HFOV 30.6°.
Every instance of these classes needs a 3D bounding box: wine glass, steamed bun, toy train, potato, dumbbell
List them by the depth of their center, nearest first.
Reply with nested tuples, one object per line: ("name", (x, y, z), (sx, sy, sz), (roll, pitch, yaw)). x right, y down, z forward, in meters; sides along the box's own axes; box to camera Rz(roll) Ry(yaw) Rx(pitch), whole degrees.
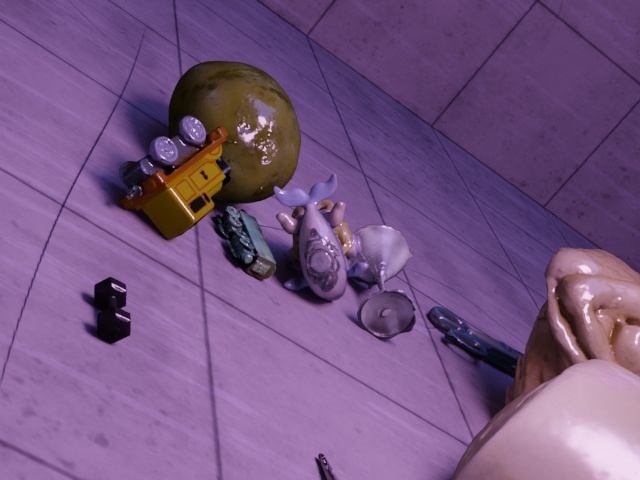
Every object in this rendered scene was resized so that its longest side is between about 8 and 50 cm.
("dumbbell", (-0.228, 0.076, 1.276), (0.036, 0.040, 0.083), (0, 30, -15))
("steamed bun", (0.390, 0.331, 1.502), (0.371, 0.290, 0.456), (45, 17, 21))
("toy train", (-0.191, -0.088, 1.606), (0.127, 0.089, 0.219), (53, 37, -7))
("toy train", (-0.112, -0.002, 1.718), (0.071, 0.038, 0.148), (32, 18, -33))
("potato", (-0.136, -0.177, 1.832), (0.216, 0.216, 0.304), (34, 21, -19))
("wine glass", (0.099, 0.067, 1.868), (0.122, 0.122, 0.183), (33, 22, -23))
("steamed bun", (0.444, 0.188, 1.876), (0.230, 0.372, 0.325), (17, 29, 18))

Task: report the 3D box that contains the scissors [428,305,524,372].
("scissors", (0.316, 0.200, 2.106), (0.289, 0.041, 0.138), (28, 13, -32))

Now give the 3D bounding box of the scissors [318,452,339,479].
("scissors", (0.054, 0.333, 1.249), (0.109, 0.022, 0.300), (31, 18, -38))

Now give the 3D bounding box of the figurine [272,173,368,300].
("figurine", (0.000, 0.000, 1.761), (0.184, 0.128, 0.208), (-93, 171, -68))
